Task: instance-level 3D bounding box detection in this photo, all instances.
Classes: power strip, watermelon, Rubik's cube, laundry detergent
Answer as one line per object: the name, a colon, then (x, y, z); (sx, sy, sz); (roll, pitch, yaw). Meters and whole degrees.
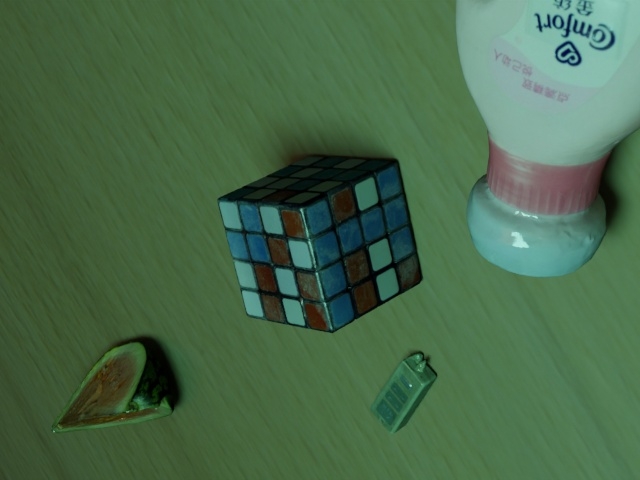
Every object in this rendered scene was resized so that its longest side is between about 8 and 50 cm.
power strip: (0.060, 0.110, 0.973); (0.027, 0.017, 0.083); (47, 141, 18)
watermelon: (-0.175, 0.147, 1.234); (0.069, 0.087, 0.163); (40, 150, -21)
Rubik's cube: (0.000, 0.000, 0.916); (0.092, 0.092, 0.092); (7, 116, 48)
laundry detergent: (0.130, -0.134, 0.687); (0.159, 0.088, 0.335); (36, 136, 37)
